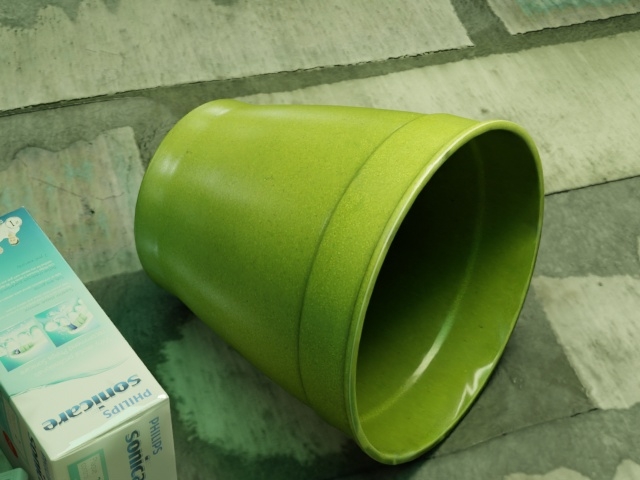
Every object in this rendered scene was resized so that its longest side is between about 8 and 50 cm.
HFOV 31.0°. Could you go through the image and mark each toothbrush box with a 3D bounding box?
[{"bbox_3d":[-0.270,0.147,1.159,0.126,0.216,0.295,-28,56,-26],"label":"toothbrush box"}]

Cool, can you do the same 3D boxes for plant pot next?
[{"bbox_3d":[0.000,0.000,1.255,0.353,0.366,0.366,22,48,31],"label":"plant pot"}]

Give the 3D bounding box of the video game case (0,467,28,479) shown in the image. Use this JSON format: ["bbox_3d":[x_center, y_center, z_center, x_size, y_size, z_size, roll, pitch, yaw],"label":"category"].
[{"bbox_3d":[-0.341,0.297,1.060,0.143,0.019,0.157,-19,46,14],"label":"video game case"}]
